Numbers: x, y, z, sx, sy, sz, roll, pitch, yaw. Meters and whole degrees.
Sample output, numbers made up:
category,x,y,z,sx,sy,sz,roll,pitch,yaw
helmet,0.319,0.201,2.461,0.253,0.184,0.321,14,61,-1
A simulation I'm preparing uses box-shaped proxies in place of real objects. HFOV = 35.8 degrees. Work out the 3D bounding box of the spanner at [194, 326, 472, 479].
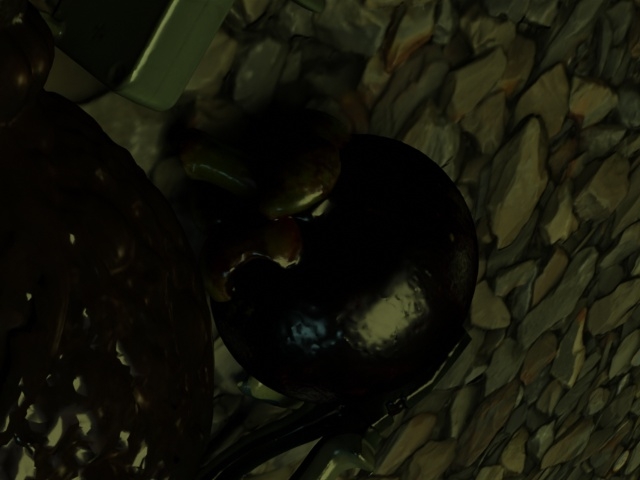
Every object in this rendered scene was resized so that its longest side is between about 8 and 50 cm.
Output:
category,x,y,z,sx,sy,sz,roll,pitch,yaw
spanner,-0.009,0.172,0.814,0.325,0.096,0.040,-38,142,-2

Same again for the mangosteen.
category,x,y,z,sx,sy,sz,roll,pitch,yaw
mangosteen,0.000,0.000,0.670,0.194,0.194,0.230,-44,116,-10

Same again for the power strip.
category,x,y,z,sx,sy,sz,roll,pitch,yaw
power strip,-0.048,-0.166,0.497,0.061,0.145,0.216,18,106,-52

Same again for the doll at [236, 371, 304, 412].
category,x,y,z,sx,sy,sz,roll,pitch,yaw
doll,-0.029,0.129,0.853,0.037,0.027,0.125,-50,143,9

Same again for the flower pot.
category,x,y,z,sx,sy,sz,roll,pitch,yaw
flower pot,-0.181,-0.018,0.404,0.266,0.266,0.267,-21,123,-34
